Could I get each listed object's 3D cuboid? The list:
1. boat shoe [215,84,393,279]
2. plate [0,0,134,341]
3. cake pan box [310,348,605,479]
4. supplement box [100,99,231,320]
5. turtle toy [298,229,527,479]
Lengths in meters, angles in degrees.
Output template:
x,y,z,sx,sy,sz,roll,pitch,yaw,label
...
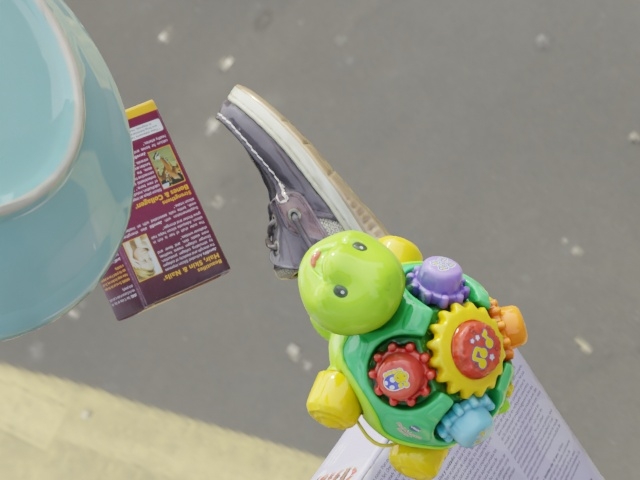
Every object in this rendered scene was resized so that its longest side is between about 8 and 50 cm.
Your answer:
x,y,z,sx,sy,sz,roll,pitch,yaw,label
0.000,0.000,1.235,0.092,0.103,0.285,-40,83,4,boat shoe
-0.131,-0.055,0.460,0.024,0.188,0.188,-41,41,38,plate
0.115,0.205,1.091,0.070,0.245,0.267,-22,19,39,cake pan box
-0.182,-0.029,1.509,0.104,0.188,0.081,-25,1,-31,supplement box
0.039,0.042,0.666,0.066,0.130,0.095,-14,48,55,turtle toy
